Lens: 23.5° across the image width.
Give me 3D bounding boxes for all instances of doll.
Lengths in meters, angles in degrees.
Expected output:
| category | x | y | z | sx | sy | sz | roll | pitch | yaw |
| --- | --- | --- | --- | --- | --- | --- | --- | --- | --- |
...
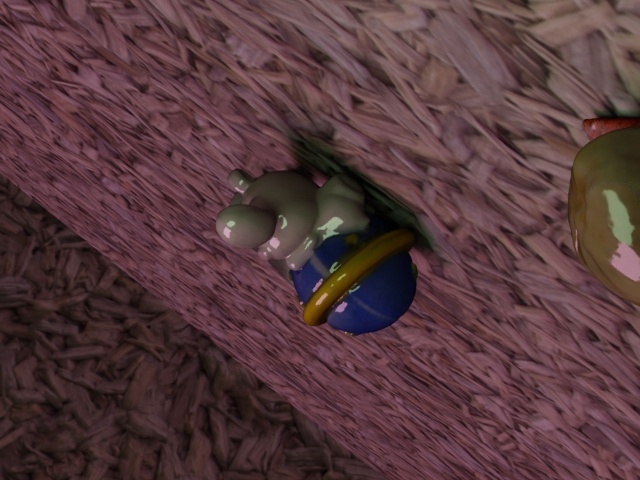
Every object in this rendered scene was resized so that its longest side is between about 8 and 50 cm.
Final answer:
| category | x | y | z | sx | sy | sz | roll | pitch | yaw |
| --- | --- | --- | --- | --- | --- | --- | --- | --- | --- |
| doll | 0.002 | -0.004 | 1.762 | 0.242 | 0.160 | 0.311 | 61 | -161 | 10 |

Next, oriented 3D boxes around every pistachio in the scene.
| category | x | y | z | sx | sy | sz | roll | pitch | yaw |
| --- | --- | --- | --- | --- | --- | --- | --- | --- | --- |
| pistachio | 0.260 | -0.008 | 1.152 | 0.185 | 0.124 | 0.124 | 26 | 170 | -18 |

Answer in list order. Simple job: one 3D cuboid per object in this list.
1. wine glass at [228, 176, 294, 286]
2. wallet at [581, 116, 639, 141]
| category | x | y | z | sx | sy | sz | roll | pitch | yaw |
| --- | --- | --- | --- | --- | --- | --- | --- | --- | --- |
| wine glass | -0.015 | 0.013 | 1.985 | 0.231 | 0.103 | 0.103 | 35 | 166 | 23 |
| wallet | 0.290 | -0.057 | 1.179 | 0.103 | 0.020 | 0.196 | 44 | 165 | -25 |
